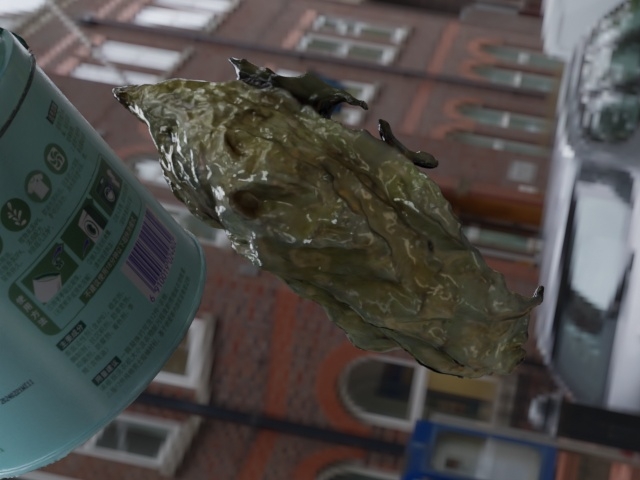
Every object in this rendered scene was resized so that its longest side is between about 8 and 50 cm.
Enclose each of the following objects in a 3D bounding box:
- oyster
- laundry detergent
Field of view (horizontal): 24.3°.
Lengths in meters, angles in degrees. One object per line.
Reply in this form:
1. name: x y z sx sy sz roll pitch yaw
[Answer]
1. oyster: 0.008 0.002 0.665 0.209 0.132 0.072 56 -128 -29
2. laundry detergent: -0.295 -0.007 1.232 0.305 0.287 0.287 50 -142 -29
